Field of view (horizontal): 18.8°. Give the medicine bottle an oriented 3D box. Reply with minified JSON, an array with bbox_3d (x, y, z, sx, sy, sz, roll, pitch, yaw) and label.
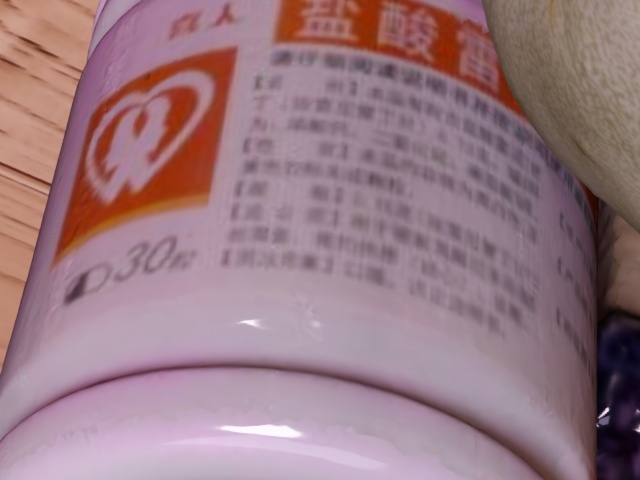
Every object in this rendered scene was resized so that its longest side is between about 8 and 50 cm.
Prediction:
[{"bbox_3d":[0.000,0.000,0.699,0.202,0.316,0.202,4,140,3],"label":"medicine bottle"}]

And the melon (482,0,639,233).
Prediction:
[{"bbox_3d":[0.192,-0.091,0.601,0.272,0.272,0.308,-17,152,27],"label":"melon"}]

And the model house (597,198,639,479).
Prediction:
[{"bbox_3d":[0.160,0.112,0.837,0.243,0.284,0.298,16,139,-1],"label":"model house"}]
